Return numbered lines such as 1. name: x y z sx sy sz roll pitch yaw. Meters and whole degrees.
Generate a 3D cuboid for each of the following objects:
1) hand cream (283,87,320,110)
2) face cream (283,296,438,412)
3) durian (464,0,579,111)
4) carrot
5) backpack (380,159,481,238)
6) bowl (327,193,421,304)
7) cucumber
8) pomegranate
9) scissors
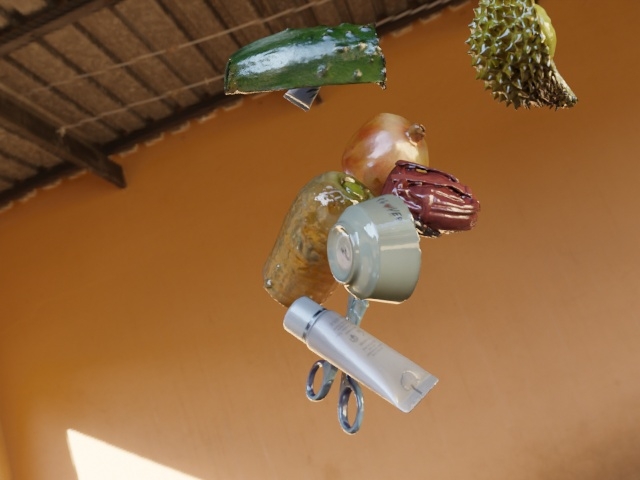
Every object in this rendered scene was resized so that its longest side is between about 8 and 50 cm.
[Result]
1. hand cream: -0.014 -0.503 2.206 0.091 0.058 0.271 29 -45 -14
2. face cream: 0.071 0.216 1.416 0.143 0.314 0.089 -26 -42 -53
3. durian: 0.393 -0.364 1.409 0.172 0.306 0.166 -13 30 48
4. carrot: 0.000 0.000 1.822 0.224 0.224 0.340 -1 -47 -50
5. backpack: 0.237 -0.082 1.552 0.229 0.138 0.229 13 13 -3
6. bowl: 0.084 0.021 1.343 0.112 0.211 0.211 -5 -20 -24
7. cucumber: -0.036 -0.352 1.419 0.326 0.145 0.105 -6 5 1
8. pomegranate: 0.192 -0.232 2.002 0.229 0.252 0.270 31 -53 -14
9. scissors: 0.061 0.202 1.584 0.029 0.383 0.256 11 4 -26
